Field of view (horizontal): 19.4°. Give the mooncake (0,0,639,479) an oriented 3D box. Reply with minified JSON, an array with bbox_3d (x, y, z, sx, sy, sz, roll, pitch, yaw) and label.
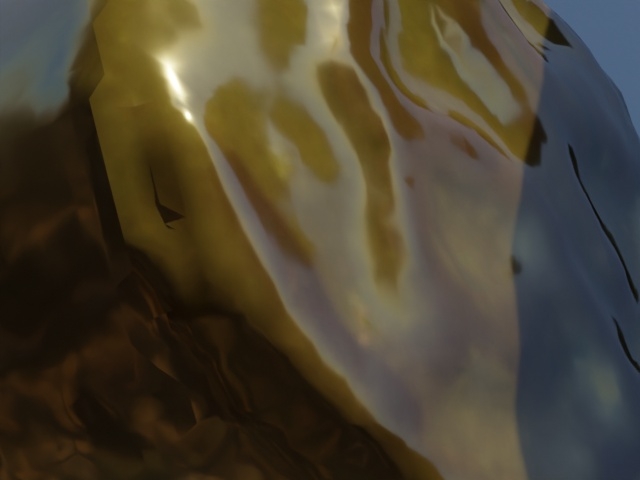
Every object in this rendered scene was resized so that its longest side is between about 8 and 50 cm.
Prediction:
[{"bbox_3d":[0.000,0.000,0.665,0.155,0.284,0.284,-31,-101,37],"label":"mooncake"}]
